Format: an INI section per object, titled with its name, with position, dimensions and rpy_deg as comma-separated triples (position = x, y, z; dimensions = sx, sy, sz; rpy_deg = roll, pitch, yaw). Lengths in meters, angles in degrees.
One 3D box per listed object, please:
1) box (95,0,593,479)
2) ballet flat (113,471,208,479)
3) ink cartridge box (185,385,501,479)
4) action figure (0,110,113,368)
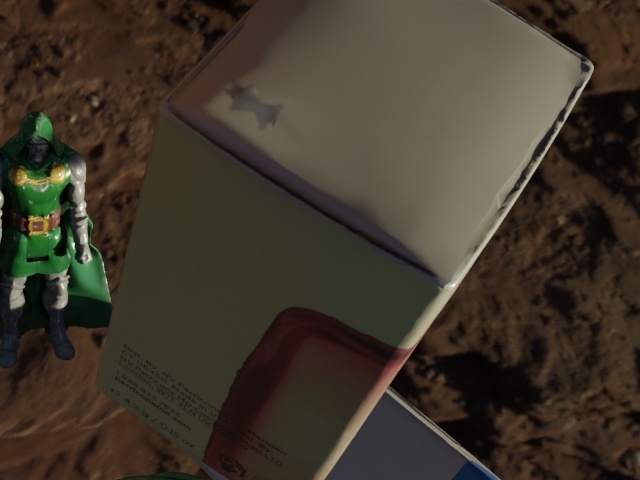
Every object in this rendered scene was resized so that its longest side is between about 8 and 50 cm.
[box]
position = 0.000, 0.000, 0.545
dimensions = 0.127, 0.232, 0.148
rpy_deg = 34, 54, 5
[ballet flat]
position = -0.044, 0.183, 0.317
dimensions = 0.087, 0.083, 0.247
rpy_deg = -37, 126, -54
[ink cartridge box]
position = 0.047, 0.229, 1.115
dimensions = 0.395, 0.285, 0.166
rpy_deg = 38, 86, 30
[action figure]
position = -0.221, 0.000, 0.917
dimensions = 0.137, 0.232, 0.063
rpy_deg = -9, 42, -21
